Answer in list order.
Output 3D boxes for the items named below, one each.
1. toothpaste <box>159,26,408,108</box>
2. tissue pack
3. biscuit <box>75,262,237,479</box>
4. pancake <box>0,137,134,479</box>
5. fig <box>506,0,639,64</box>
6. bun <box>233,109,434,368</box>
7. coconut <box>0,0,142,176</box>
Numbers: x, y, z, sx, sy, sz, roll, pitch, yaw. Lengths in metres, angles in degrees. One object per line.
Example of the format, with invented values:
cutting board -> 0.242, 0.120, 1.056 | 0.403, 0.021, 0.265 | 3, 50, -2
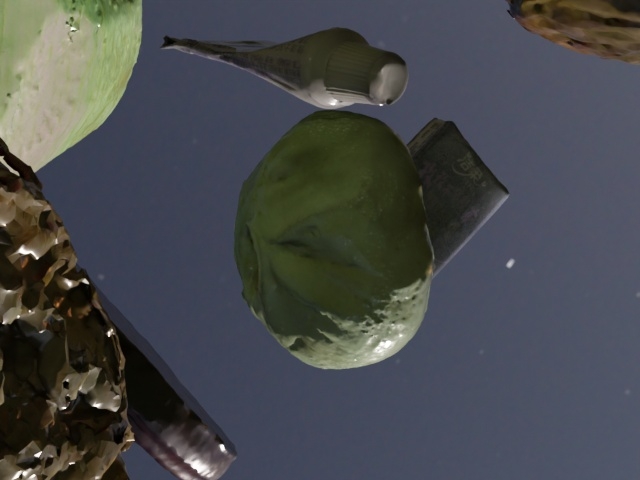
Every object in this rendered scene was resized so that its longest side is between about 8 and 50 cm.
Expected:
toothpaste -> -0.028, -0.155, 0.995 | 0.099, 0.068, 0.282 | 31, 173, -37
tissue pack -> 0.105, -0.032, 1.173 | 0.112, 0.156, 0.051 | 48, 172, -24
biscuit -> -0.260, 0.138, 1.402 | 0.091, 0.407, 0.407 | -42, -110, -9
pancake -> -0.201, 0.125, 0.463 | 0.071, 0.382, 0.382 | 2, -158, 30
fig -> 0.270, -0.204, 0.815 | 0.286, 0.286, 0.368 | 13, -142, -24
bun -> 0.000, 0.000, 0.864 | 0.118, 0.195, 0.195 | -4, -133, -25
coconut -> -0.248, -0.147, 0.696 | 0.281, 0.328, 0.328 | 13, -141, -17
